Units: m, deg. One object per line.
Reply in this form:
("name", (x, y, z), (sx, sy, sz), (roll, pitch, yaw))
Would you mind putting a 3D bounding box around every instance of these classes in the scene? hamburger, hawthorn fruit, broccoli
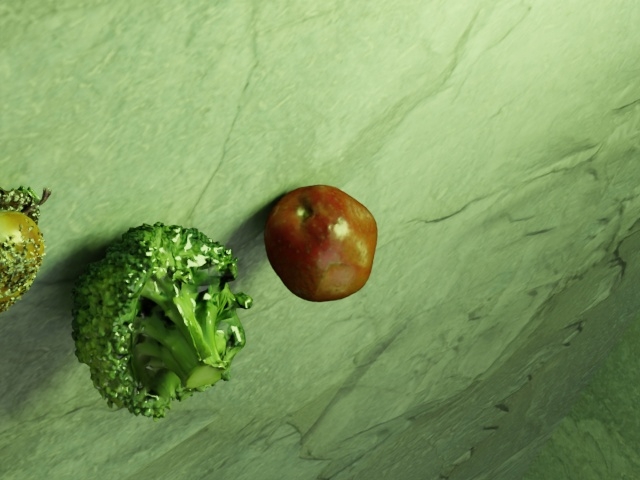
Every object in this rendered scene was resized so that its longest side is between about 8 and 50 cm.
("hamburger", (-0.319, 0.023, 1.502), (0.189, 0.093, 0.164), (-48, 157, 29))
("hawthorn fruit", (0.000, 0.000, 1.928), (0.133, 0.133, 0.138), (-40, 148, 4))
("broccoli", (-0.164, 0.081, 1.769), (0.198, 0.176, 0.226), (-32, 173, -29))
